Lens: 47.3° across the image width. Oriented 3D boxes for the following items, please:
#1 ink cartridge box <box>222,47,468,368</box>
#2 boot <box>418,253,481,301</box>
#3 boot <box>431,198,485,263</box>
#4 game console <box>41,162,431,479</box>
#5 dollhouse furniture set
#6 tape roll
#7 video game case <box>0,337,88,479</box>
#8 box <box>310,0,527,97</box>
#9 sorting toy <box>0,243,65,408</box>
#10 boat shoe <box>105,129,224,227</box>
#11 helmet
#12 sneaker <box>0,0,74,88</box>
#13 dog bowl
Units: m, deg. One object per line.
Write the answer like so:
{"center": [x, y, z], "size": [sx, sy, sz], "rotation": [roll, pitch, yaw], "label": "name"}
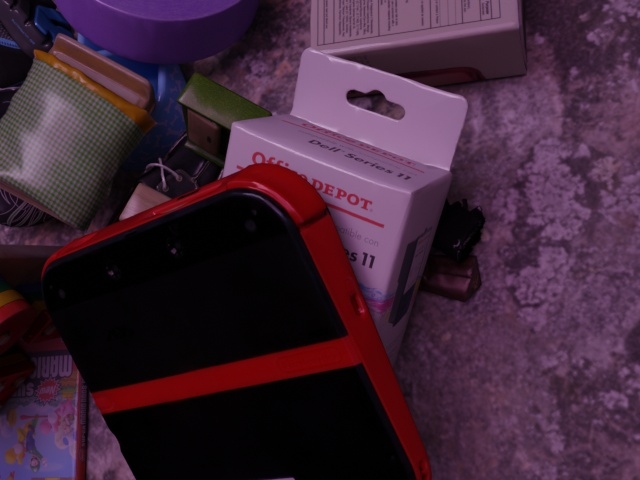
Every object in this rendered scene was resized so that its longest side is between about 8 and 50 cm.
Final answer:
{"center": [0.000, 0.000, 0.755], "size": [0.207, 0.119, 0.353], "rotation": [23, 114, 22], "label": "ink cartridge box"}
{"center": [0.119, 0.060, 0.824], "size": [0.114, 0.037, 0.106], "rotation": [10, 80, 17], "label": "boot"}
{"center": [0.118, -0.004, 0.816], "size": [0.099, 0.045, 0.121], "rotation": [28, 64, 23], "label": "boot"}
{"center": [-0.108, 0.124, 0.758], "size": [0.386, 0.060, 0.342], "rotation": [-18, 102, 35], "label": "game console"}
{"center": [-0.237, -0.110, 0.830], "size": [0.301, 0.151, 0.197], "rotation": [28, 77, -3], "label": "dollhouse furniture set"}
{"center": [-0.206, -0.362, 0.927], "size": [0.275, 0.090, 0.275], "rotation": [5, 66, -12], "label": "tape roll"}
{"center": [-0.401, 0.234, 0.973], "size": [0.204, 0.025, 0.285], "rotation": [-6, 77, 18], "label": "video game case"}
{"center": [0.115, -0.267, 0.847], "size": [0.232, 0.127, 0.149], "rotation": [-3, 77, 18], "label": "box"}
{"center": [-0.408, 0.129, 0.857], "size": [0.089, 0.255, 0.257], "rotation": [43, 94, 6], "label": "sorting toy"}
{"center": [-0.194, -0.069, 0.939], "size": [0.084, 0.079, 0.233], "rotation": [36, 90, 24], "label": "boat shoe"}
{"center": [-0.393, -0.102, 0.969], "size": [0.169, 0.169, 0.161], "rotation": [-14, 69, 16], "label": "helmet"}
{"center": [-0.512, -0.372, 1.028], "size": [0.139, 0.125, 0.341], "rotation": [-31, 104, 21], "label": "sneaker"}
{"center": [-0.256, -0.247, 1.002], "size": [0.166, 0.074, 0.297], "rotation": [-6, 76, 18], "label": "dog bowl"}
